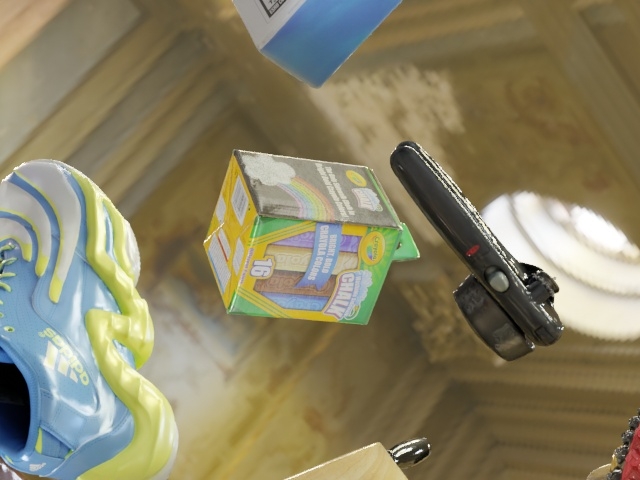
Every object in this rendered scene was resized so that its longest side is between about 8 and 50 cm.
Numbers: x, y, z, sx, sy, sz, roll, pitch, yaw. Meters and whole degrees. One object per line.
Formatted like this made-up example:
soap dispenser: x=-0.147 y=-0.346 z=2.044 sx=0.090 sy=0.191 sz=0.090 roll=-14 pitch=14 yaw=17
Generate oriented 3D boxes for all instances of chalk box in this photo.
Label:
chalk box: x=0.000 y=0.000 z=1.658 sx=0.132 sy=0.213 sz=0.132 roll=-114 pitch=-143 yaw=-52

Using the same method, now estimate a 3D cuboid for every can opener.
can opener: x=0.111 y=0.006 z=1.106 sx=0.073 sy=0.186 sz=0.059 roll=-35 pitch=-169 yaw=5

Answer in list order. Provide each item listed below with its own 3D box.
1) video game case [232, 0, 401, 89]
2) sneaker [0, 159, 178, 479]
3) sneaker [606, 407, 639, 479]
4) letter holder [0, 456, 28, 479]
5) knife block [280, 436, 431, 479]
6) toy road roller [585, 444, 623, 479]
video game case: x=0.033 y=-0.266 z=0.978 sx=0.269 sy=0.061 sz=0.244 roll=-45 pitch=-139 yaw=16
sneaker: x=-0.163 y=0.038 z=0.873 sx=0.091 sy=0.126 sz=0.240 roll=-42 pitch=-124 yaw=22
sneaker: x=0.253 y=0.214 z=0.925 sx=0.104 sy=0.125 sz=0.262 roll=-36 pitch=-125 yaw=56
letter holder: x=-0.210 y=0.295 z=0.949 sx=0.152 sy=0.302 sz=0.214 roll=-12 pitch=-130 yaw=20
knife block: x=0.012 y=0.195 z=1.078 sx=0.088 sy=0.275 sz=0.242 roll=-41 pitch=-149 yaw=20
toy road roller: x=0.435 y=0.297 z=1.685 sx=0.329 sy=0.203 sz=0.241 roll=4 pitch=-151 yaw=-2
